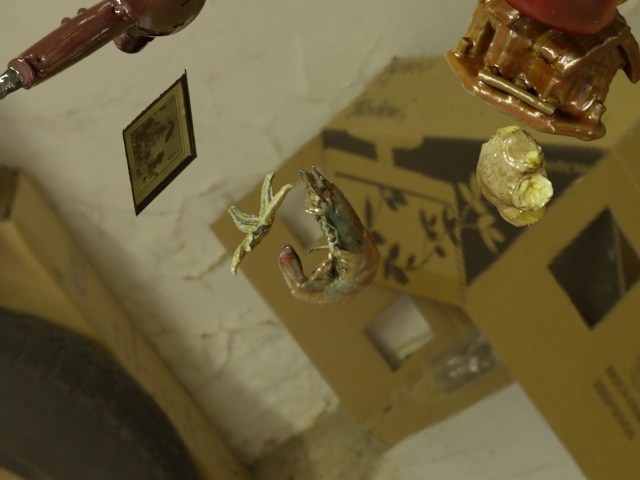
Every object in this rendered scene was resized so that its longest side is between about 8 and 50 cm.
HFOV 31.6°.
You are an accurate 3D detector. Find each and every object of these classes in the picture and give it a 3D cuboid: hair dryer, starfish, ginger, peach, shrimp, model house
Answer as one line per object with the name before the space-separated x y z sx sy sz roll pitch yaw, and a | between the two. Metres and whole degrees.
hair dryer | -0.304 -0.254 1.453 0.340 0.123 0.312 -39 6 -26
starfish | -0.104 -0.043 1.985 0.176 0.053 0.208 -43 30 37
ginger | 0.306 -0.104 1.796 0.102 0.157 0.216 -15 -12 -9
peach | 0.307 -0.378 1.393 0.243 0.243 0.199 -53 3 -38
shrimp | 0.001 0.001 1.617 0.144 0.251 0.052 -31 33 -7
model house | 0.319 -0.287 1.560 0.220 0.229 0.199 2 34 -21

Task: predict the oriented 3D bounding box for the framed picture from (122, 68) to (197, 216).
framed picture | -0.279 -0.167 1.972 0.010 0.199 0.195 21 48 22
